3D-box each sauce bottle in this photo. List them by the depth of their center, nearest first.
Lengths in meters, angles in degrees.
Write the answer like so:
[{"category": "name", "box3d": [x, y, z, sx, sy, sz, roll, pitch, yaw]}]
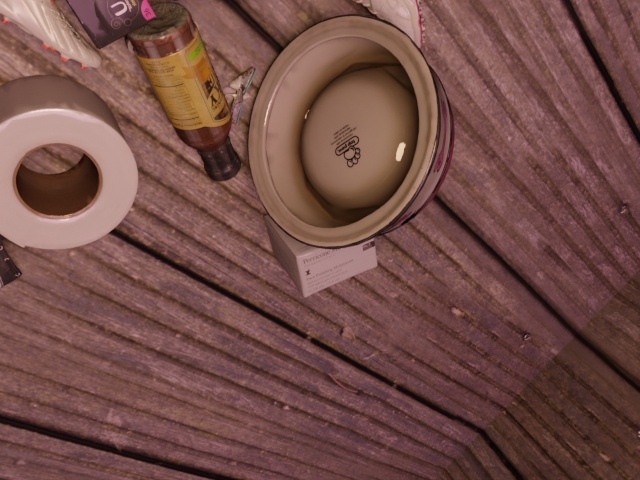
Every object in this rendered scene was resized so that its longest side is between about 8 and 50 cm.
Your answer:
[{"category": "sauce bottle", "box3d": [-0.222, -0.243, 1.093, 0.111, 0.111, 0.344, -30, 144, -9]}]

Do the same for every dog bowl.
[{"category": "dog bowl", "box3d": [0.062, -0.187, 1.139, 0.150, 0.408, 0.408, 3, 121, -54]}]

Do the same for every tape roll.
[{"category": "tape roll", "box3d": [-0.440, -0.130, 1.024, 0.246, 0.169, 0.246, -15, 127, -20]}]

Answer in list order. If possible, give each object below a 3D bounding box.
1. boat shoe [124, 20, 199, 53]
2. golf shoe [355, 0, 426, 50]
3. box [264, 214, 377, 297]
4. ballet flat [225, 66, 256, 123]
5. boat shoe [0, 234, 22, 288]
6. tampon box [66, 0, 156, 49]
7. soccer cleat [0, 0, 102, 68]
[{"category": "boat shoe", "box3d": [-0.271, -0.352, 1.058, 0.125, 0.038, 0.046, -24, 144, -12]}, {"category": "golf shoe", "box3d": [0.112, -0.475, 1.164, 0.140, 0.115, 0.306, -16, 135, 12]}, {"category": "box", "box3d": [0.000, 0.000, 1.348, 0.181, 0.182, 0.119, -23, 129, -14]}, {"category": "ballet flat", "box3d": [-0.157, -0.278, 1.172, 0.041, 0.041, 0.114, 10, 114, -34]}, {"category": "boat shoe", "box3d": [-0.580, -0.015, 1.088, 0.076, 0.080, 0.228, -28, 129, -33]}, {"category": "tampon box", "box3d": [-0.332, -0.379, 0.923, 0.101, 0.161, 0.120, -33, 131, -7]}, {"category": "soccer cleat", "box3d": [-0.421, -0.340, 0.965, 0.196, 0.068, 0.076, 31, 99, -37]}]
